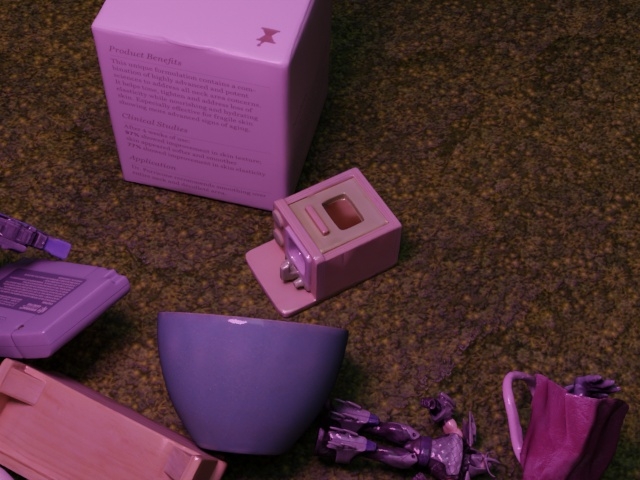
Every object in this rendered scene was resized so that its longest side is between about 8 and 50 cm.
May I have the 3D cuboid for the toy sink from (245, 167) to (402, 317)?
[{"bbox_3d":[0.000,0.000,1.768,0.234,0.131,0.152,-24,58,-17],"label":"toy sink"}]

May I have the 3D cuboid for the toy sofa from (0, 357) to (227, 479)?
[{"bbox_3d":[-0.331,0.321,1.539,0.363,0.177,0.150,24,82,14],"label":"toy sofa"}]

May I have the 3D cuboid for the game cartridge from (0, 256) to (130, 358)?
[{"bbox_3d":[-0.464,0.105,1.633,0.297,0.062,0.198,6,40,42],"label":"game cartridge"}]

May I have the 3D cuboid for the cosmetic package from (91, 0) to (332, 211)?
[{"bbox_3d":[-0.171,-0.313,1.827,0.330,0.393,0.327,13,55,7],"label":"cosmetic package"}]

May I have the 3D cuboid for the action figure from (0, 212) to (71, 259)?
[{"bbox_3d":[-0.593,0.018,1.641,0.341,0.330,0.178,23,75,-23],"label":"action figure"}]

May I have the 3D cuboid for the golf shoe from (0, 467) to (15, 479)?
[{"bbox_3d":[-0.379,0.418,1.446,0.140,0.115,0.306,-48,69,11],"label":"golf shoe"}]

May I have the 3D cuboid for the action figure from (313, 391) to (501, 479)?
[{"bbox_3d":[0.136,0.317,1.568,0.285,0.099,0.185,11,46,2],"label":"action figure"}]

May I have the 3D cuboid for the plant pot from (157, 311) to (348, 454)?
[{"bbox_3d":[-0.110,0.218,1.550,0.290,0.290,0.195,5,84,2],"label":"plant pot"}]

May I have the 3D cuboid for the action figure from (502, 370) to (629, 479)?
[{"bbox_3d":[0.320,0.370,1.478,0.276,0.248,0.370,10,75,46],"label":"action figure"}]
